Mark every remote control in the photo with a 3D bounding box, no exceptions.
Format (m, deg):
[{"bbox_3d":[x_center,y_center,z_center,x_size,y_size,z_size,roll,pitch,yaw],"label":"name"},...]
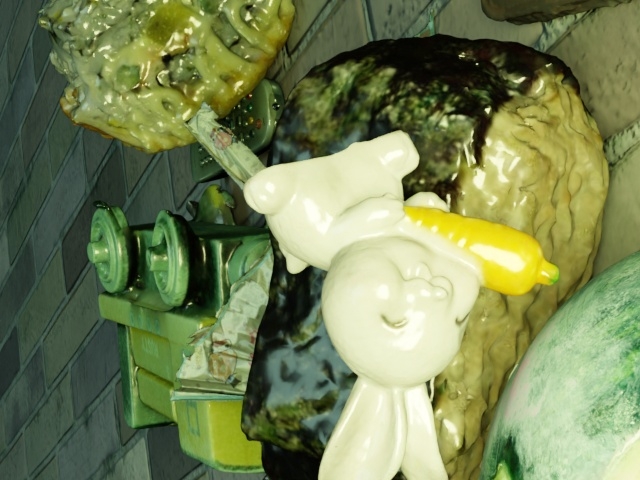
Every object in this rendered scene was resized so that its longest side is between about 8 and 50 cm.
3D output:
[{"bbox_3d":[-0.088,-0.107,1.473,0.222,0.042,0.072,154,113,-64],"label":"remote control"}]

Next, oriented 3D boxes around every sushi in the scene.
[{"bbox_3d":[-0.140,-0.210,1.367,0.274,0.184,0.139,-45,31,-7],"label":"sushi"},{"bbox_3d":[0.071,0.048,0.898,0.171,0.211,0.350,19,110,39],"label":"sushi"}]

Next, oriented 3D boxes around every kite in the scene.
[{"bbox_3d":[0.000,0.000,1.162,0.368,0.014,0.406,47,112,31],"label":"kite"}]

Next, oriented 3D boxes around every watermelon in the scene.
[{"bbox_3d":[0.143,0.123,0.770,0.188,0.175,0.321,-125,41,-51],"label":"watermelon"}]

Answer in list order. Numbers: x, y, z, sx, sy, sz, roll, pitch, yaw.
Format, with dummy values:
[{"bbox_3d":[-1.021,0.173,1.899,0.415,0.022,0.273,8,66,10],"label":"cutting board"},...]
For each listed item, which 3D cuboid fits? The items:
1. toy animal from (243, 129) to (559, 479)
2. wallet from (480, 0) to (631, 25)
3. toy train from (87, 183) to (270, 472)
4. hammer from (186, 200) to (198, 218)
[{"bbox_3d":[0.043,0.041,0.755,0.181,0.131,0.127,66,151,20],"label":"toy animal"},{"bbox_3d":[0.147,-0.296,0.910,0.165,0.042,0.309,179,89,-65],"label":"wallet"},{"bbox_3d":[-0.116,0.078,1.418,0.397,0.160,0.253,-174,77,-66],"label":"toy train"},{"bbox_3d":[-0.151,0.055,1.666,0.062,0.013,0.198,-134,47,-57],"label":"hammer"}]
